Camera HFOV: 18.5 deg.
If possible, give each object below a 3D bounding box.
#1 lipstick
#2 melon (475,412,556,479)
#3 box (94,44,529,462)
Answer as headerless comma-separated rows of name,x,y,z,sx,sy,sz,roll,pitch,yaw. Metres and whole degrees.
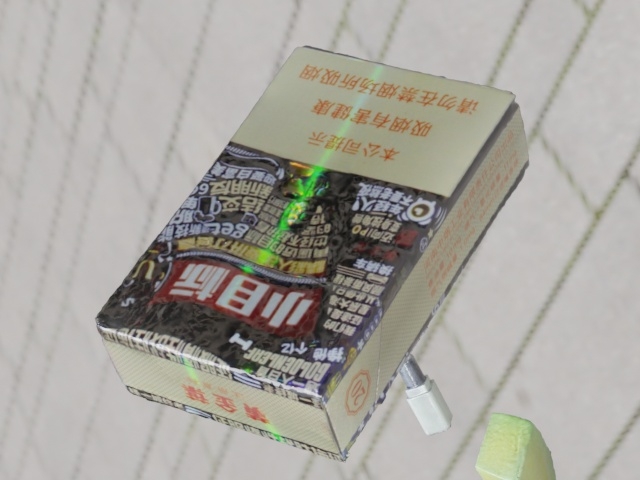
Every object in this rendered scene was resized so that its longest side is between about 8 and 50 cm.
lipstick,0.084,0.123,1.754,0.025,0.025,0.107,-21,109,22
melon,0.183,0.265,1.809,0.064,0.118,0.209,0,107,29
box,0.000,0.000,1.458,0.198,0.310,0.084,16,145,28
